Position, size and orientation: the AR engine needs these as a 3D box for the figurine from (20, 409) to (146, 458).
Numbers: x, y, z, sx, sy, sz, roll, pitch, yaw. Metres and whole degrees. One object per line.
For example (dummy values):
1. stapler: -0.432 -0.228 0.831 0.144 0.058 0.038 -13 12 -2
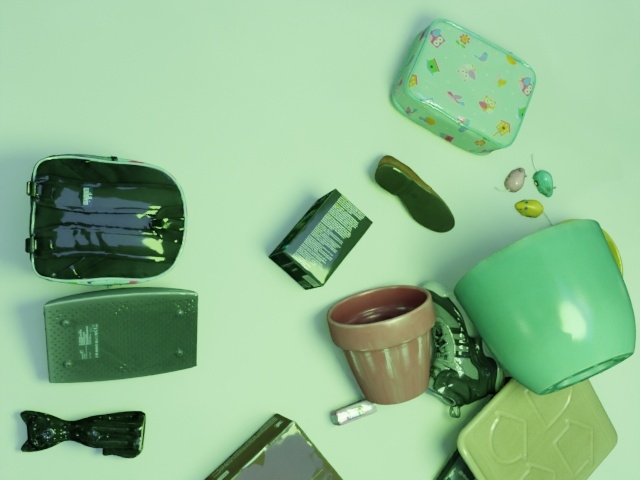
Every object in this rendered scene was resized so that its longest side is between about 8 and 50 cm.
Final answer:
1. figurine: -0.416 0.398 1.301 0.210 0.092 0.214 5 83 -9

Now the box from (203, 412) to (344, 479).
1. box: -0.016 0.522 1.376 0.191 0.143 0.381 -40 98 -16

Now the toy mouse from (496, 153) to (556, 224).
1. toy mouse: 0.460 -0.124 1.652 0.161 0.031 0.143 17 79 -15

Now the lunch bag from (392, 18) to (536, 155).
1. lunch bag: 0.305 -0.321 1.588 0.279 0.108 0.224 26 74 -14

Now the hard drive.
1. hard drive: -0.344 0.159 1.323 0.255 0.054 0.172 -4 116 -19

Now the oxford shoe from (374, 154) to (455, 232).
1. oxford shoe: 0.201 -0.100 1.554 0.212 0.076 0.076 43 34 -19

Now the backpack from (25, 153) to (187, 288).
1. backpack: -0.357 -0.030 1.304 0.254 0.191 0.225 1 87 -10

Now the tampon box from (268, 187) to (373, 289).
1. tampon box: 0.000 0.000 1.448 0.101 0.120 0.161 42 74 -8

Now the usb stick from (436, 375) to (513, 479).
1. usb stick: 0.331 0.399 1.540 0.278 0.045 0.077 -51 122 -15

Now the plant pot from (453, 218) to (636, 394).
1. plant pot: 0.423 0.138 1.371 0.293 0.293 0.235 -14 67 -18

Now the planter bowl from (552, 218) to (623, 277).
1. planter bowl: 0.527 0.066 1.620 0.217 0.090 0.217 2 84 -17

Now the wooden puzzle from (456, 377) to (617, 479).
1. wooden puzzle: 0.433 0.395 1.530 0.348 0.080 0.322 -42 114 -23

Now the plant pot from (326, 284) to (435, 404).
1. plant pot: 0.127 0.202 1.438 0.201 0.201 0.180 -17 104 -18

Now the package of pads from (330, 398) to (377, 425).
1. package of pads: 0.064 0.331 1.467 0.083 0.050 0.032 -17 84 -18

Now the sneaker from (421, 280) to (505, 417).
1. sneaker: 0.248 0.222 1.508 0.153 0.101 0.268 -34 97 -20
